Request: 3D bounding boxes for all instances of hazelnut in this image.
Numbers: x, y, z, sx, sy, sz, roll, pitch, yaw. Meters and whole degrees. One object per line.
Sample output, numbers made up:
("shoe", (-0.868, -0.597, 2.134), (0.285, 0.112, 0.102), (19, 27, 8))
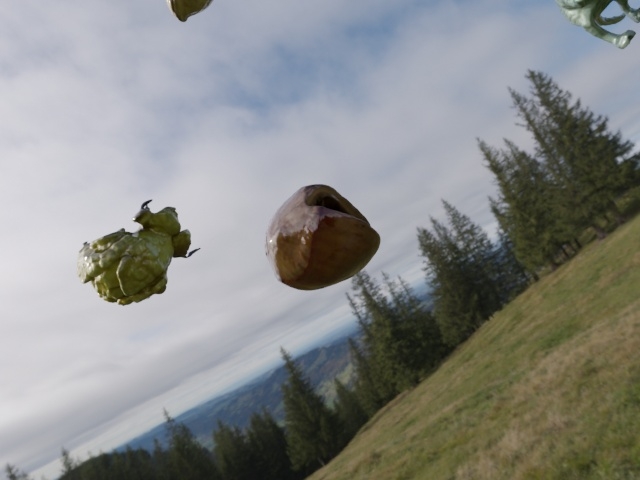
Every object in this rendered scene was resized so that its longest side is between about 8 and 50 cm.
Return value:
("hazelnut", (0.000, 0.000, 0.330), (0.086, 0.086, 0.086), (-28, -13, -7))

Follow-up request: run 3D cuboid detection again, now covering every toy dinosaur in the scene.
("toy dinosaur", (0.377, -0.293, 0.585), (0.383, 0.129, 0.076), (-2, -35, -48))

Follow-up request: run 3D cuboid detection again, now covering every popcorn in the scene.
("popcorn", (-0.345, 0.030, 0.850), (0.168, 0.173, 0.195), (-26, 28, 45))

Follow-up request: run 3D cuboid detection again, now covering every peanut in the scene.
("peanut", (-0.193, -0.431, 0.722), (0.080, 0.080, 0.174), (90, -155, -75))
